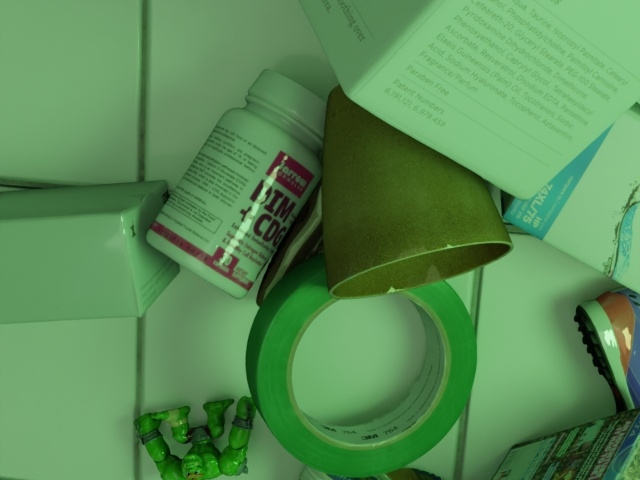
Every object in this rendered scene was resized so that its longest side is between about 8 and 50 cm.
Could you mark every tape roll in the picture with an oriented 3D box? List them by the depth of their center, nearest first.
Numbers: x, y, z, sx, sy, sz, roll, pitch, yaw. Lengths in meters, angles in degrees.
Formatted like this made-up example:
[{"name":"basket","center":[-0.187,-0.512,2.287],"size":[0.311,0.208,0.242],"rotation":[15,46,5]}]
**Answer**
[{"name":"tape roll","center":[0.058,0.169,1.595],"size":[0.321,0.077,0.321],"rotation":[-4,104,-17]}]

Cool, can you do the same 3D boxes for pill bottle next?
[{"name":"pill bottle","center":[-0.097,-0.078,1.538],"size":[0.160,0.160,0.283],"rotation":[32,87,-1]}]

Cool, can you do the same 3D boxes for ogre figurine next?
[{"name":"ogre figurine","center":[-0.182,0.307,1.728],"size":[0.197,0.097,0.118],"rotation":[-11,85,-4]}]

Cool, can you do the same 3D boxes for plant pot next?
[{"name":"plant pot","center":[0.098,-0.080,1.440],"size":[0.237,0.237,0.254],"rotation":[-16,78,12]}]

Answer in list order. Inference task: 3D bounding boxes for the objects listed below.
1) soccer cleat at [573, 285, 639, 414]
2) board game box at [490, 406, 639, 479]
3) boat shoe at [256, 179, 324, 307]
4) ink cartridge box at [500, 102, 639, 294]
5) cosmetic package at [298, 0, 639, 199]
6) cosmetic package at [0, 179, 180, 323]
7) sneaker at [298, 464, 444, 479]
[{"name":"soccer cleat","center":[0.466,0.211,1.600],"size":[0.116,0.108,0.318],"rotation":[-25,102,0]},{"name":"board game box","center":[0.348,0.372,1.529],"size":[0.141,0.232,0.291],"rotation":[50,140,-7]},{"name":"boat shoe","center":[0.000,0.002,1.615],"size":[0.095,0.095,0.257],"rotation":[28,107,-6]},{"name":"ink cartridge box","center":[0.399,-0.067,1.480],"size":[0.270,0.198,0.197],"rotation":[29,107,1]},{"name":"cosmetic package","center":[0.215,-0.327,1.287],"size":[0.327,0.329,0.393],"rotation":[25,121,-39]},{"name":"cosmetic package","center":[-0.415,0.017,1.619],"size":[0.385,0.217,0.156],"rotation":[-2,106,11]},{"name":"sneaker","center":[0.103,0.408,1.718],"size":[0.296,0.112,0.131],"rotation":[31,125,1]}]
